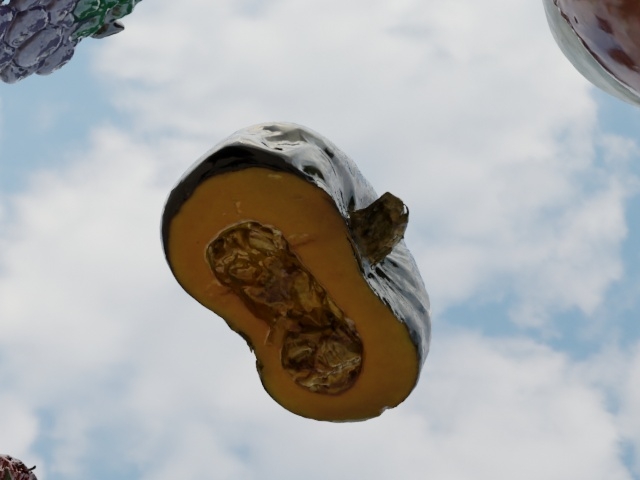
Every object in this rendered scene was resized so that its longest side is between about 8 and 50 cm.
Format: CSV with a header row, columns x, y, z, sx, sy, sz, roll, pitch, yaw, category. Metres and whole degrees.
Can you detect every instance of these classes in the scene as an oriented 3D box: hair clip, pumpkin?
x,y,z,sx,sy,sz,roll,pitch,yaw,category
-0.202,-0.173,0.912,0.052,0.195,0.124,52,-36,11,hair clip
0.000,0.000,1.278,0.242,0.325,0.232,-23,-155,24,pumpkin

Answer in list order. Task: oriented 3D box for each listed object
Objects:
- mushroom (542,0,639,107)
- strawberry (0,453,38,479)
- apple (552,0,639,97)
x,y,z,sx,sy,sz,roll,pitch,yaw,category
0.369,-0.284,1.175,0.352,0.260,0.352,-53,-163,24,mushroom
-0.206,0.167,0.742,0.083,0.073,0.073,-37,-120,48,strawberry
0.174,-0.111,0.429,0.173,0.235,0.210,-34,-153,20,apple
